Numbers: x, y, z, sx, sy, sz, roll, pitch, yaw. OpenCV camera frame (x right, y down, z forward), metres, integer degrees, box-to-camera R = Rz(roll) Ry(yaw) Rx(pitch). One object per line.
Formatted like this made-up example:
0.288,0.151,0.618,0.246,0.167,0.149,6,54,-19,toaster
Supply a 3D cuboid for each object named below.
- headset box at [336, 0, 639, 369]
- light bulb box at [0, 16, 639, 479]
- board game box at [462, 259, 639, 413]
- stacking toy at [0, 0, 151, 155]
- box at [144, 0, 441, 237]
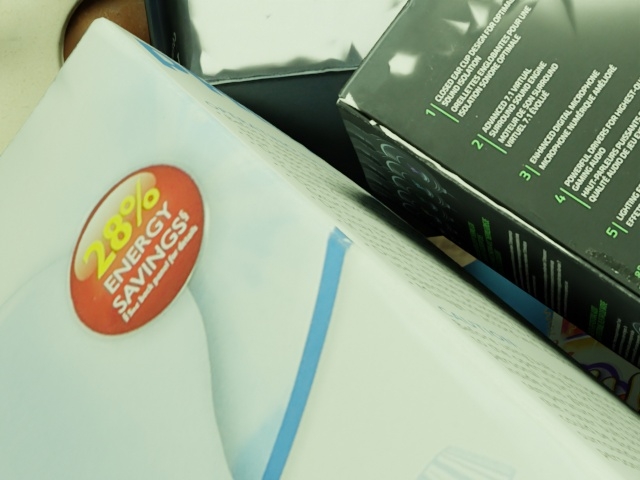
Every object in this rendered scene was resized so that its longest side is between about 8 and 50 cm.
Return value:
0.178,-0.065,0.599,0.283,0.131,0.246,34,84,15,headset box
-0.037,0.168,0.595,0.358,0.225,0.361,-53,46,4,light bulb box
0.129,0.114,0.756,0.242,0.064,0.316,-30,33,24,board game box
-0.139,-0.174,1.296,0.350,0.350,0.480,-41,12,6,stacking toy
-0.010,-0.171,0.858,0.182,0.296,0.294,-8,74,-7,box
